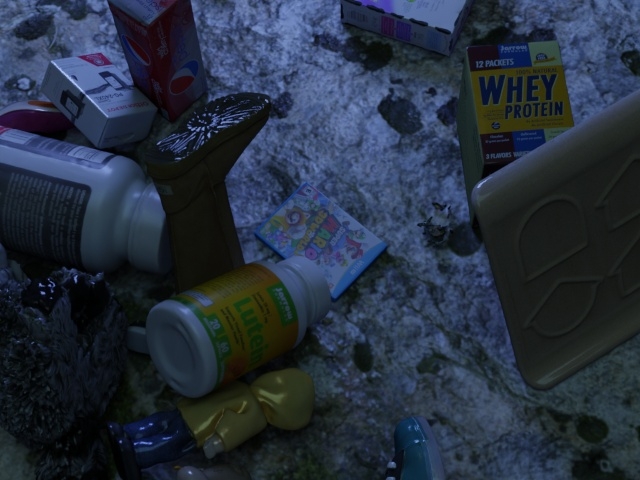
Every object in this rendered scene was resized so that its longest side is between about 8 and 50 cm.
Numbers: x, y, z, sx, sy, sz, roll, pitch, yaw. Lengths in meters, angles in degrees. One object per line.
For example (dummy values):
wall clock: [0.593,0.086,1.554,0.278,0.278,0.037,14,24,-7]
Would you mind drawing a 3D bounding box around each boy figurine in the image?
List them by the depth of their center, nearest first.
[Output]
boy figurine: [-0.144,0.243,1.560,0.285,0.177,0.092,-16,108,-21]

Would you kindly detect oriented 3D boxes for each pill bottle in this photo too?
pill bottle: [-0.105,0.108,1.581,0.245,0.136,0.136,-25,63,-39]
pill bottle: [-0.362,-0.051,1.678,0.318,0.176,0.176,14,66,9]

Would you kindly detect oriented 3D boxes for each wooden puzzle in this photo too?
wooden puzzle: [0.368,-0.006,1.586,0.322,0.348,0.080,-30,33,-12]

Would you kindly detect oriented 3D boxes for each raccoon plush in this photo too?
raccoon plush: [-0.452,0.204,1.560,0.299,0.216,0.446,-1,71,21]

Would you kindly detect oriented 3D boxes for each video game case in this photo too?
video game case: [0.000,0.000,1.731,0.166,0.015,0.119,39,71,18]

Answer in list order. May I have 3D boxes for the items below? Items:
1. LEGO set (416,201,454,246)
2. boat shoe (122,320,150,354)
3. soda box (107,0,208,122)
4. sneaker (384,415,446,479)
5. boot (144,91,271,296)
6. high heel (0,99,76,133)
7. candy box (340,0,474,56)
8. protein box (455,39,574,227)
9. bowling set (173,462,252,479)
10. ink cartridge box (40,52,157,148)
LEGO set: [0.176,-0.020,1.734,0.054,0.023,0.083,29,56,12]
boat shoe: [-0.216,0.147,1.652,0.142,0.049,0.040,17,30,7]
soda box: [-0.241,-0.294,1.741,0.083,0.263,0.092,39,72,17]
sneaker: [0.103,0.377,1.496,0.121,0.108,0.302,-1,66,-3]
boot: [-0.143,-0.050,1.637,0.089,0.269,0.236,22,46,37]
high heel: [-0.488,-0.159,1.809,0.244,0.082,0.117,-2,106,-18]
candy box: [0.152,-0.411,1.892,0.196,0.070,0.165,20,67,12]
protein box: [0.284,-0.153,1.691,0.136,0.201,0.200,-5,64,0]
bowling set: [-0.091,0.425,1.422,0.287,0.154,0.200,31,93,24]
ink cartridge box: [-0.344,-0.220,1.794,0.150,0.063,0.109,43,36,20]
